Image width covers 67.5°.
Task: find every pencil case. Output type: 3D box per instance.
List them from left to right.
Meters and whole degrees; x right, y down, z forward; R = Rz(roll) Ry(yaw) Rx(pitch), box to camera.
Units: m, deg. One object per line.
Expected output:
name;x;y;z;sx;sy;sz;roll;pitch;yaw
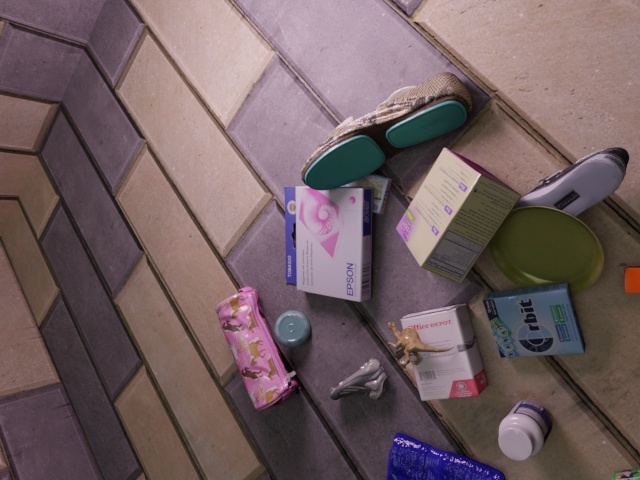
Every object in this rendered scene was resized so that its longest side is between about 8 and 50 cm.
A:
pencil case;-0.209;0.348;1.558;0.167;0.160;0.386;-27;73;-2

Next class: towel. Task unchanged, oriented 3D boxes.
towel;0.314;0.661;1.247;0.308;0.076;0.228;6;96;35

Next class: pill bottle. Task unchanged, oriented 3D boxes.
pill bottle;0.459;0.429;1.079;0.094;0.169;0.094;1;92;36

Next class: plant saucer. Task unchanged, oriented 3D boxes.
plant saucer;-0.091;0.278;1.515;0.119;0.021;0.119;-2;73;6
plant saucer;0.498;0.019;1.064;0.241;0.037;0.241;25;138;25

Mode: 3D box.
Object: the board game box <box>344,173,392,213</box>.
board game box;0.124;-0.146;1.384;0.154;0.026;0.103;21;104;33

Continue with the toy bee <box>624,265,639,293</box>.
toy bee;0.754;0.091;0.893;0.298;0.162;0.195;39;124;55

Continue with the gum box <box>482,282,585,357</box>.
gum box;0.489;0.188;1.103;0.184;0.041;0.157;-13;102;35

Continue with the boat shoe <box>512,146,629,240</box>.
boat shoe;0.526;-0.100;1.052;0.113;0.105;0.306;45;143;8

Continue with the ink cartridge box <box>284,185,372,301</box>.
ink cartridge box;0.000;0.000;1.434;0.330;0.071;0.324;5;100;35

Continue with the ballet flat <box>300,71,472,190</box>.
ballet flat;0.160;-0.296;1.283;0.482;0.164;0.182;-24;48;23

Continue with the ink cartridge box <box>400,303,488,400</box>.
ink cartridge box;0.315;0.283;1.224;0.158;0.092;0.218;-19;82;35

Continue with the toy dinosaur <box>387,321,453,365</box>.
toy dinosaur;0.230;0.266;1.197;0.183;0.053;0.093;21;104;36

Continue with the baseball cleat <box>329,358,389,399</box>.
baseball cleat;0.113;0.431;1.385;0.109;0.072;0.206;52;122;15

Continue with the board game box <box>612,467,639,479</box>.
board game box;0.764;0.611;0.947;0.213;0.046;0.317;-28;76;33

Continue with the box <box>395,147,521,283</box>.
box;0.313;-0.064;1.134;0.243;0.117;0.213;-61;19;19
